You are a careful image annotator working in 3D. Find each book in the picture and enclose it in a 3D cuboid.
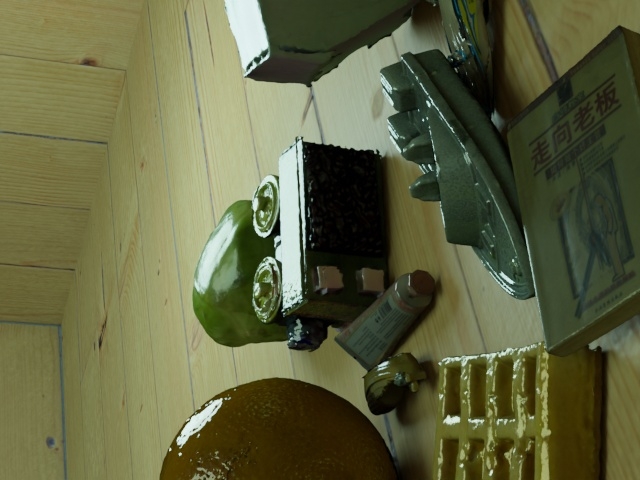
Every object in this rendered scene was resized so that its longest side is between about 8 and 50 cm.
[{"bbox_3d":[0.224,-0.040,1.145,0.161,0.026,0.231,-42,44,45],"label":"book"}]

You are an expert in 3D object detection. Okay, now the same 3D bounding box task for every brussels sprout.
[{"bbox_3d":[-0.096,0.044,1.923,0.223,0.161,0.223,178,90,-73],"label":"brussels sprout"}]

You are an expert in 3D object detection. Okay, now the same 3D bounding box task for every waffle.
[{"bbox_3d":[0.168,0.208,1.250,0.248,0.055,0.221,157,118,-68],"label":"waffle"}]

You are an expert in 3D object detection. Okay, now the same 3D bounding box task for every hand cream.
[{"bbox_3d":[0.075,0.093,1.581,0.043,0.067,0.210,-47,-3,-34],"label":"hand cream"}]

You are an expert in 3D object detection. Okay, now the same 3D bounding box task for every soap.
[{"bbox_3d":[0.009,-0.402,1.578,0.156,0.261,0.446,171,104,-68],"label":"soap"}]

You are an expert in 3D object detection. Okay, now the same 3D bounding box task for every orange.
[{"bbox_3d":[-0.044,0.288,1.538,0.274,0.274,0.274,-175,90,-72],"label":"orange"}]

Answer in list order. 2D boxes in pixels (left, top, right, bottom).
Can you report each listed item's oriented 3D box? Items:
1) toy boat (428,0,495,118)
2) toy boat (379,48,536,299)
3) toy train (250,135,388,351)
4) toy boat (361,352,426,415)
[{"bbox_3d":[0.150,-0.222,1.430,0.084,0.066,0.210,117,143,-75],"label":"toy boat"},{"bbox_3d":[0.140,-0.053,1.325,0.320,0.092,0.141,-117,11,-47],"label":"toy boat"},{"bbox_3d":[0.000,0.000,1.708,0.177,0.134,0.261,-36,51,55],"label":"toy train"},{"bbox_3d":[0.082,0.158,1.544,0.149,0.047,0.049,133,125,-65],"label":"toy boat"}]
